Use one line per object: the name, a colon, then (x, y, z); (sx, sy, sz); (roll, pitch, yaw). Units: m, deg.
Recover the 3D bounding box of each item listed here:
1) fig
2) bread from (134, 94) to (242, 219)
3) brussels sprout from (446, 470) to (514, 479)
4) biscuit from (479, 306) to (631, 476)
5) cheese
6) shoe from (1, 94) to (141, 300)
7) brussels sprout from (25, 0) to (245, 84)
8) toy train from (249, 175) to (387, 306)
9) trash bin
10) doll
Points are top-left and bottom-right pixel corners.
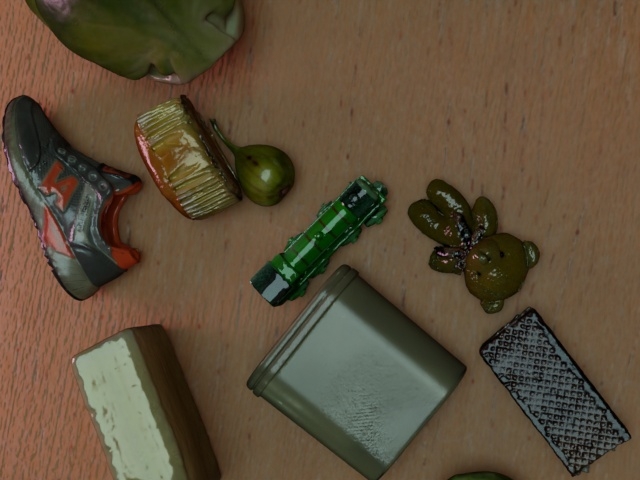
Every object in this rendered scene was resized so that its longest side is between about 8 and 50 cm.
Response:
fig: (-0.098, -0.131, 1.820); (0.093, 0.093, 0.166); (-31, 62, 8)
bread: (-0.205, -0.122, 1.803); (0.114, 0.132, 0.190); (-26, 82, 8)
brussels sprout: (0.238, 0.412, 1.736); (0.155, 0.117, 0.155); (-7, 70, 21)
biscuit: (0.346, 0.226, 1.741); (0.106, 0.070, 0.252); (-37, 85, 9)
cheese: (-0.257, 0.267, 1.755); (0.124, 0.242, 0.265); (-22, 86, -1)
shoe: (-0.370, -0.087, 1.839); (0.171, 0.132, 0.336); (-22, 88, 4)
brussels sprout: (-0.274, -0.387, 1.747); (0.289, 0.281, 0.354); (-43, 93, 8)
toy train: (0.000, 0.000, 1.776); (0.085, 0.119, 0.251); (46, 98, 8)
trash bin: (0.056, 0.200, 1.769); (0.247, 0.121, 0.243); (38, 96, 4)
doll: (0.218, 0.003, 1.753); (0.209, 0.097, 0.137); (41, 102, 13)
